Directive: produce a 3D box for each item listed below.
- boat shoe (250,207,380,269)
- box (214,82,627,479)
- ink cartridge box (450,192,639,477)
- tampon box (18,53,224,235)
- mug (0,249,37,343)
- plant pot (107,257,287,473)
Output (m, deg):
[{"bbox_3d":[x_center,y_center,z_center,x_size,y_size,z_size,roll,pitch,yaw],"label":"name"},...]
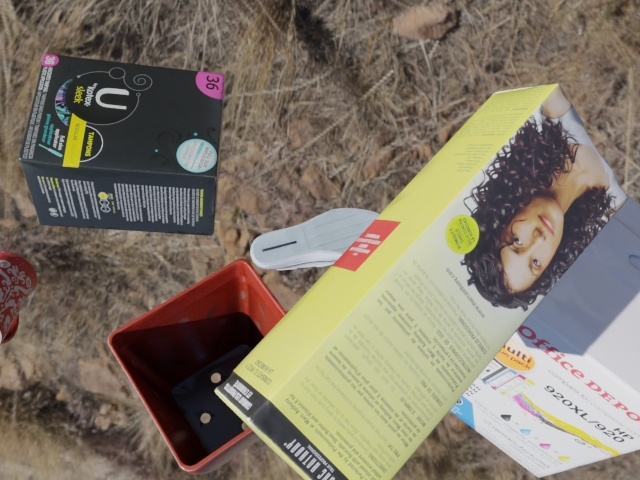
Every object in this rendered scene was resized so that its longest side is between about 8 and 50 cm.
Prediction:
[{"bbox_3d":[0.000,0.000,1.169,0.226,0.083,0.076,-8,167,4],"label":"boat shoe"},{"bbox_3d":[0.058,0.025,0.379,0.232,0.058,0.087,-47,112,-13],"label":"box"},{"bbox_3d":[0.232,0.091,0.680,0.171,0.168,0.233,37,150,4],"label":"ink cartridge box"},{"bbox_3d":[-0.172,-0.084,0.655,0.161,0.120,0.101,4,150,-9],"label":"tampon box"},{"bbox_3d":[-0.580,0.124,1.296,0.113,0.169,0.150,-25,121,13],"label":"mug"},{"bbox_3d":[-0.164,0.242,1.244,0.267,0.267,0.236,-31,155,-17],"label":"plant pot"}]
